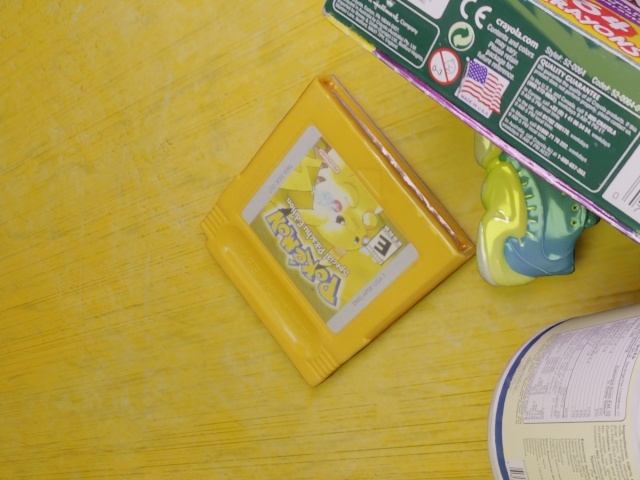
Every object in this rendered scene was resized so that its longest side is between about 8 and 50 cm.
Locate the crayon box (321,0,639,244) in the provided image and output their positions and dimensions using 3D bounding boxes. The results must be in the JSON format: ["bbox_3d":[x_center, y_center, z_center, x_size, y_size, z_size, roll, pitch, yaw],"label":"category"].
[{"bbox_3d":[0.234,-0.139,0.652,0.363,0.313,0.106,40,125,19],"label":"crayon box"}]

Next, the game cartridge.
[{"bbox_3d":[0.000,0.000,1.042,0.285,0.053,0.323,52,127,11],"label":"game cartridge"}]

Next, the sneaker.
[{"bbox_3d":[0.227,-0.068,0.845,0.126,0.091,0.240,1,107,17],"label":"sneaker"}]

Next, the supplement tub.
[{"bbox_3d":[0.304,0.156,0.640,0.235,0.235,0.325,60,159,4],"label":"supplement tub"}]
